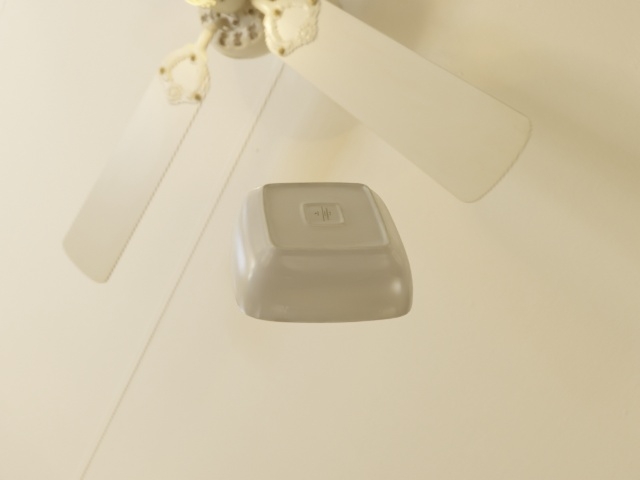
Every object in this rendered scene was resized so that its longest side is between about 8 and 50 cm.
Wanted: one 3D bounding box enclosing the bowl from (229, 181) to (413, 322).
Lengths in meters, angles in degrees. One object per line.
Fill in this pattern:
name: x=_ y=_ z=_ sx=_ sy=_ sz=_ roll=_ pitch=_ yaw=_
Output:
bowl: x=0.000 y=0.000 z=0.527 sx=0.142 sy=0.142 sz=0.053 roll=-102 pitch=-165 yaw=-52
